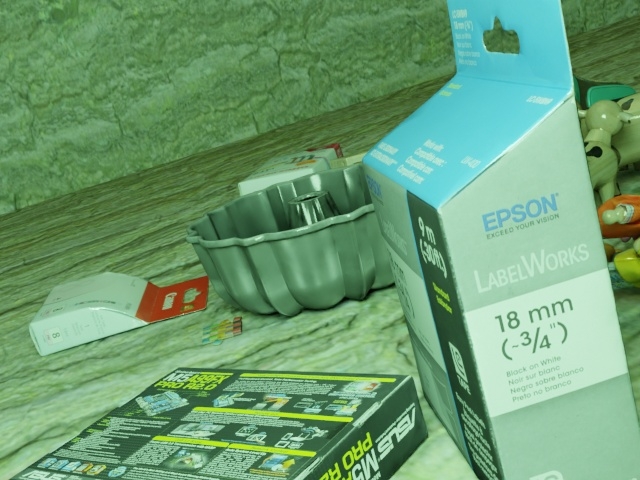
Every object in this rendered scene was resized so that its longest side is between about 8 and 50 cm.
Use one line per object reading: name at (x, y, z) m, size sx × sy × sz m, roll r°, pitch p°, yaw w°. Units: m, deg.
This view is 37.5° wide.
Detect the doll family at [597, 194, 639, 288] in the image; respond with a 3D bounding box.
doll family at (0.338, 0.012, 0.887) m, size 0.163 × 0.118 × 0.263 m, roll -11°, pitch -5°, yaw 42°

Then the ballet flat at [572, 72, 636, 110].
ballet flat at (0.419, -0.235, 1.630) m, size 0.316 × 0.107 × 0.106 m, roll 5°, pitch -7°, yaw -36°

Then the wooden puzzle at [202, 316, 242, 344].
wooden puzzle at (-0.121, 0.111, 1.155) m, size 0.049 × 0.006 × 0.083 m, roll -16°, pitch 14°, yaw -1°

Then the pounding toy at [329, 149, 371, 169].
pounding toy at (0.080, -0.070, 1.428) m, size 0.141 × 0.130 × 0.100 m, roll -16°, pitch 7°, yaw -21°

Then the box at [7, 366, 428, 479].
box at (-0.083, 0.176, 0.752) m, size 0.270 × 0.060 × 0.216 m, roll -4°, pitch 17°, yaw 37°

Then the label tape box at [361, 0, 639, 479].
label tape box at (0.111, -0.005, 0.676) m, size 0.106 × 0.333 × 0.240 m, roll -17°, pitch 14°, yaw -5°

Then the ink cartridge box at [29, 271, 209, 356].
ink cartridge box at (-0.281, 0.082, 1.348) m, size 0.232 × 0.066 × 0.189 m, roll -20°, pitch 14°, yaw 0°

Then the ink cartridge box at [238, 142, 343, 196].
ink cartridge box at (-0.032, -0.065, 1.494) m, size 0.128 × 0.127 × 0.176 m, roll -11°, pitch 16°, yaw 18°

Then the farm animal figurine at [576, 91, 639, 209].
farm animal figurine at (0.357, -0.128, 1.224) m, size 0.327 × 0.172 × 0.330 m, roll -16°, pitch 14°, yaw -2°

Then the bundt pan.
bundt pan at (0.000, 0.000, 1.216) m, size 0.331 × 0.124 × 0.331 m, roll -15°, pitch 13°, yaw 3°
